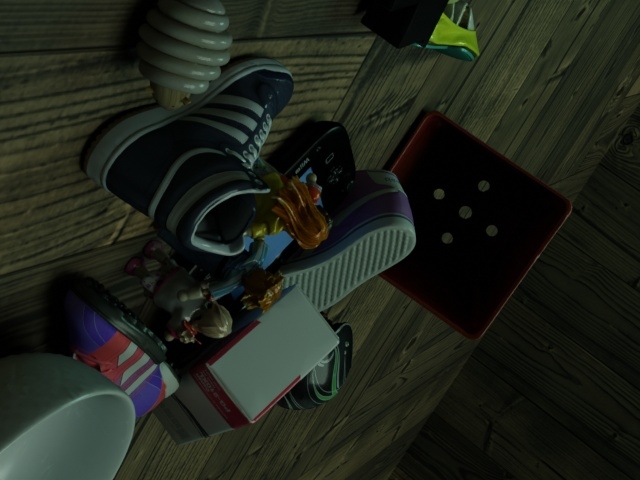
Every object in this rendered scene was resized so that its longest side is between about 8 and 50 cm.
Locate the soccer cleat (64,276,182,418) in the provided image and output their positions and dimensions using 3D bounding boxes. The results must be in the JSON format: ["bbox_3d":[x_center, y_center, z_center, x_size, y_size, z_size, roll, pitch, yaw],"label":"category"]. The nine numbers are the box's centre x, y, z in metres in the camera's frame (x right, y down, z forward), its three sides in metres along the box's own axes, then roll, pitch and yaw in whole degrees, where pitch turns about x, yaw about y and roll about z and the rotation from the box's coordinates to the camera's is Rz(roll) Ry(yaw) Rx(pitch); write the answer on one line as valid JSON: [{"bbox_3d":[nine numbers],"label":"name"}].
[{"bbox_3d":[-0.238,0.140,1.285,0.116,0.109,0.318,-44,163,-13],"label":"soccer cleat"}]

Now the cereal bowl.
[{"bbox_3d":[-0.349,0.240,1.133,0.339,0.141,0.339,-45,161,-20],"label":"cereal bowl"}]

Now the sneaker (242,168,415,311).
[{"bbox_3d":[0.001,0.000,1.609,0.282,0.161,0.102,-27,136,17],"label":"sneaker"}]

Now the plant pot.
[{"bbox_3d":[0.231,-0.035,1.889,0.267,0.267,0.236,-56,173,12],"label":"plant pot"}]

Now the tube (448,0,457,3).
[{"bbox_3d":[0.175,-0.386,1.340,0.070,0.062,0.240,-13,147,-27],"label":"tube"}]

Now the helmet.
[{"bbox_3d":[-0.031,0.183,1.785,0.169,0.169,0.161,-36,140,-42],"label":"helmet"}]

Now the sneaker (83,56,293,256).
[{"bbox_3d":[-0.084,-0.083,1.144,0.282,0.153,0.099,-34,155,-45],"label":"sneaker"}]

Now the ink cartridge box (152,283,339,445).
[{"bbox_3d":[-0.111,0.166,1.501,0.172,0.100,0.237,-40,-173,-33],"label":"ink cartridge box"}]

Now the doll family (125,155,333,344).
[{"bbox_3d":[-0.089,-0.003,1.272,0.263,0.163,0.118,-46,161,-19],"label":"doll family"}]

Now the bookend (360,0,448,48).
[{"bbox_3d":[0.087,-0.289,1.308,0.156,0.072,0.157,-30,152,-49],"label":"bookend"}]

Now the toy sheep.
[{"bbox_3d":[-0.117,-0.176,1.005,0.091,0.091,0.132,-19,129,-60],"label":"toy sheep"}]

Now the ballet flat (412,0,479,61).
[{"bbox_3d":[0.165,-0.286,1.522,0.231,0.077,0.077,-5,114,-64],"label":"ballet flat"}]

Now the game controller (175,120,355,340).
[{"bbox_3d":[-0.070,-0.014,1.459,0.319,0.067,0.166,-47,162,-17],"label":"game controller"}]
